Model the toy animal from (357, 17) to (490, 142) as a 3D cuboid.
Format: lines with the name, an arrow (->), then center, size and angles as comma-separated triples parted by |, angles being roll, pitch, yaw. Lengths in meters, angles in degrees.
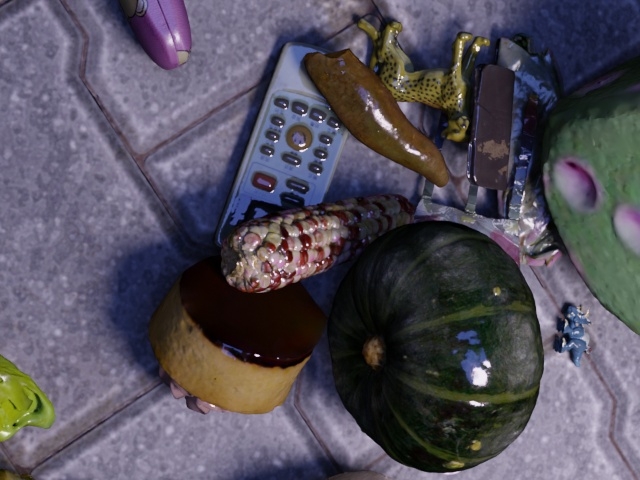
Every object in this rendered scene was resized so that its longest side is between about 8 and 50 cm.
toy animal -> 0.122, -0.205, 1.706 | 0.181, 0.073, 0.136 | 13, 96, 17

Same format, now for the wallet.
wallet -> 0.214, -0.142, 1.679 | 0.082, 0.018, 0.157 | 8, 86, -49

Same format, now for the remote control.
remote control -> -0.037, -0.107, 1.707 | 0.123, 0.038, 0.285 | 22, 88, -11

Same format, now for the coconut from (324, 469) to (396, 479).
coconut -> 0.048, 0.406, 1.657 | 0.266, 0.237, 0.237 | -12, 97, -52

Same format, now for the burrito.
burrito -> 0.272, -0.119, 1.757 | 0.096, 0.066, 0.309 | -2, 90, -9

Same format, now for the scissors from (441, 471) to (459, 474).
scissors -> 0.125, 0.196, 1.759 | 0.242, 0.030, 0.118 | 45, 83, -10

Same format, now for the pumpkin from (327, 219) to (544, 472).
pumpkin -> 0.140, 0.127, 1.600 | 0.207, 0.300, 0.300 | 1, 93, -35

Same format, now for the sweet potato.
sweet potato -> 0.074, -0.151, 1.678 | 0.077, 0.077, 0.244 | -45, 99, -6

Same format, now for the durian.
durian -> -0.449, 0.186, 1.610 | 0.250, 0.101, 0.139 | -7, 130, -11

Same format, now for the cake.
cake -> -0.112, 0.140, 1.643 | 0.207, 0.185, 0.178 | 12, 126, -14

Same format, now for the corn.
corn -> 0.000, 0.000, 1.654 | 0.280, 0.092, 0.092 | -14, 96, -37

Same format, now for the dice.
dice -> 0.480, -0.079, 1.643 | 0.318, 0.330, 0.322 | -29, 102, -29

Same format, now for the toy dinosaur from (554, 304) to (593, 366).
toy dinosaur -> 0.342, 0.128, 1.800 | 0.047, 0.030, 0.083 | 7, 92, -10

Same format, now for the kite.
kite -> 0.191, -0.021, 1.727 | 0.204, 0.022, 0.360 | 14, 92, 15

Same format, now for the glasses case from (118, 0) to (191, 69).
glasses case -> -0.230, -0.357, 1.612 | 0.076, 0.123, 0.316 | -22, 97, -8

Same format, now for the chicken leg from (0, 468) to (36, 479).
chicken leg -> -0.316, 0.367, 1.634 | 0.429, 0.153, 0.201 | -2, 106, -19
